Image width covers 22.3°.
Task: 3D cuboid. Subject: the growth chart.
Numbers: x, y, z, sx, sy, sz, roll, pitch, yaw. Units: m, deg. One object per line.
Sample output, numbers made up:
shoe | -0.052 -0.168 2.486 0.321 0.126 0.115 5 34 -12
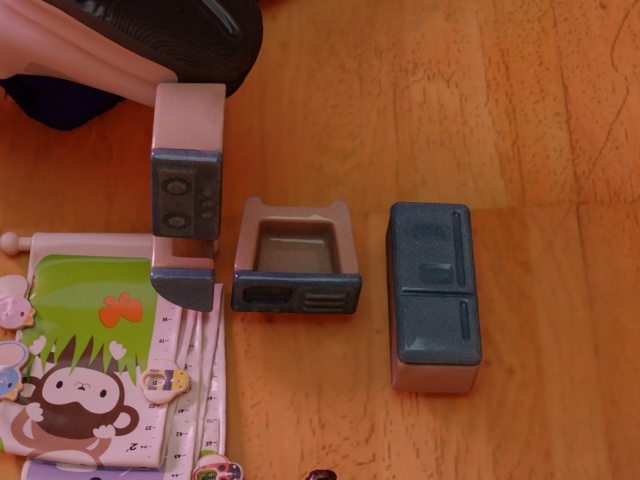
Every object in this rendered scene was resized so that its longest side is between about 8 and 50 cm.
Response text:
growth chart | -0.134 0.088 1.041 0.172 0.021 0.237 -6 57 -3

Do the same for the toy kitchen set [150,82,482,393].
toy kitchen set | 0.000 0.000 0.989 0.207 0.166 0.122 1 56 -5

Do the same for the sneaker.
sneaker | -0.258 -0.156 1.086 0.447 0.257 0.169 30 39 9

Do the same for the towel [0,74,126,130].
towel | -0.140 -0.235 1.203 0.308 0.076 0.228 -38 64 -19

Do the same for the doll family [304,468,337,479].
doll family | -0.022 0.213 0.936 0.193 0.076 0.111 -27 57 -19
